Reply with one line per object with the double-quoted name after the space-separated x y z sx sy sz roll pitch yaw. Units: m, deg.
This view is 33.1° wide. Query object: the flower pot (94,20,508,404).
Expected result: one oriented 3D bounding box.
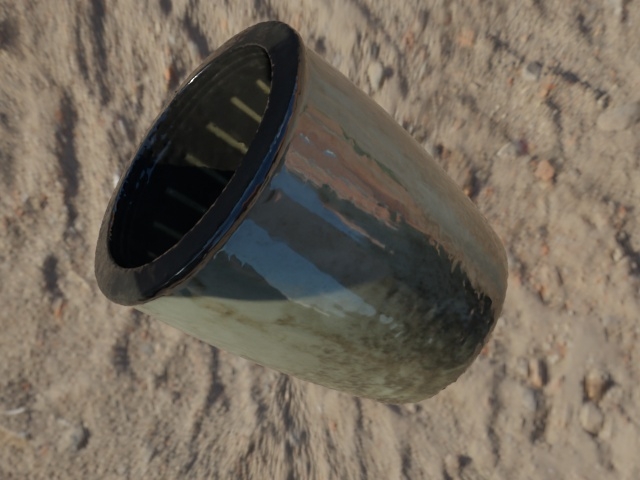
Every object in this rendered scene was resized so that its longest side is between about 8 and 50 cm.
0.000 0.000 1.034 0.330 0.293 0.293 33 83 -27 "flower pot"
